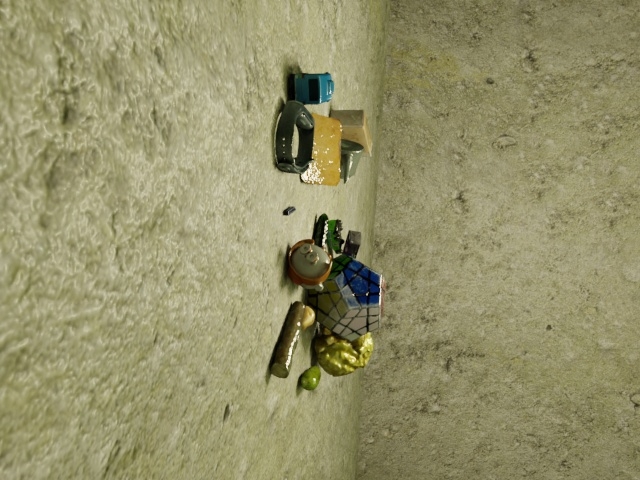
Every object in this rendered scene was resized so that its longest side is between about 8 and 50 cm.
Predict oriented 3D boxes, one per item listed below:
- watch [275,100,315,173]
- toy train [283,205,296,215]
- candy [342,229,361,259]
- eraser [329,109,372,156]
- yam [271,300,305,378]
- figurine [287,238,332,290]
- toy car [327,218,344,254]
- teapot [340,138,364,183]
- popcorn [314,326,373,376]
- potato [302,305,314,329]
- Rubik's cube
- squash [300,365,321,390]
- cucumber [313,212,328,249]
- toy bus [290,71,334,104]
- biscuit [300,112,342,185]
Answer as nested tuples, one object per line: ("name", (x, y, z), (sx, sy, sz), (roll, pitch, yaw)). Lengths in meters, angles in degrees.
("watch", (-0.069, -0.276, 1.464), (0.206, 0.068, 0.193), (37, 61, -72))
("toy train", (-0.090, -0.089, 1.536), (0.083, 0.017, 0.017), (-50, 135, -70))
("candy", (0.115, 0.091, 2.266), (0.088, 0.061, 0.313), (-81, -176, -46))
("eraser", (0.133, -0.437, 2.169), (0.343, 0.143, 0.078), (48, 45, -75))
("yam", (-0.090, 0.289, 1.563), (0.274, 0.061, 0.061), (-72, 162, -51))
("figurine", (-0.028, 0.081, 1.616), (0.271, 0.143, 0.144), (48, 47, -71))
("toy car", (0.061, -0.014, 2.155), (0.165, 0.062, 0.071), (80, 19, -48))
("teapot", (0.071, -0.291, 1.948), (0.239, 0.162, 0.149), (-119, -147, -60))
("popcorn", (0.081, 0.414, 2.057), (0.251, 0.237, 0.206), (32, 16, -51))
("potato", (-0.050, 0.262, 1.753), (0.083, 0.062, 0.068), (-46, 127, -39))
("Rubik's cube", (0.098, 0.206, 1.916), (0.264, 0.318, 0.319), (127, -24, -61))
("squash", (-0.032, 0.494, 1.891), (0.201, 0.066, 0.067), (-1, 95, -85))
("cucumber", (0.000, 0.000, 1.890), (0.052, 0.058, 0.215), (23, 63, -41))
("toy bus", (-0.023, -0.444, 1.523), (0.185, 0.106, 0.090), (-56, 146, -67))
("biscuit", (0.006, -0.300, 1.736), (0.236, 0.013, 0.232), (-4, 98, -57))
